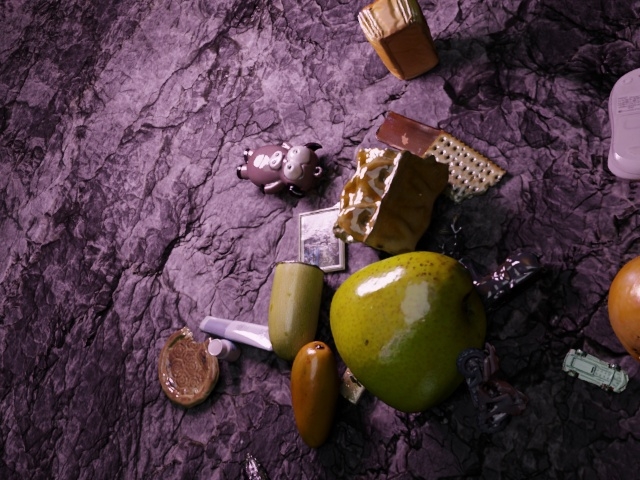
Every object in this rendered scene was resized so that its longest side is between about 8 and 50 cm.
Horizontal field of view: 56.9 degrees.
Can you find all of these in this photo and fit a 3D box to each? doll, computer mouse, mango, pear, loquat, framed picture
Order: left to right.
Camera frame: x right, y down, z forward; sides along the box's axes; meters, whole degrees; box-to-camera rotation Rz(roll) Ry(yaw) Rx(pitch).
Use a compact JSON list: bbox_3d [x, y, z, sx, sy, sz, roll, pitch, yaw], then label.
[{"bbox_3d":[-0.110,-0.209,1.673,0.258,0.117,0.181,9,70,31],"label":"doll"},{"bbox_3d":[-0.014,0.366,1.410,0.138,0.113,0.253,180,91,-66],"label":"mango"},{"bbox_3d":[0.000,0.000,1.594,0.142,0.011,0.183,-10,70,27],"label":"framed picture"},{"bbox_3d":[0.201,0.165,1.289,0.318,0.239,0.342,-45,56,28],"label":"pear"},{"bbox_3d":[0.719,-0.241,1.270,0.184,0.121,0.296,-9,52,35],"label":"computer mouse"},{"bbox_3d":[0.670,0.128,1.076,0.263,0.263,0.262,-9,68,24],"label":"loquat"}]

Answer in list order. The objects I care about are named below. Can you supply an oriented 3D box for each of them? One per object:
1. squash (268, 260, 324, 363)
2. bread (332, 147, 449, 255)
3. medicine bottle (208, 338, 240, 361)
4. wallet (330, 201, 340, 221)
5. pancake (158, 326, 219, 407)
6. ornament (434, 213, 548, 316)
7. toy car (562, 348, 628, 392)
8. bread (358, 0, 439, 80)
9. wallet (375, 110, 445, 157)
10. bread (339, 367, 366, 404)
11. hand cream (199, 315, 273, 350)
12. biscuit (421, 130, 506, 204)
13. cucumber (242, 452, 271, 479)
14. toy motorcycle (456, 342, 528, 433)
[{"bbox_3d":[-0.067,0.186,1.496,0.133,0.132,0.246,-2,70,26],"label":"squash"},{"bbox_3d":[0.164,-0.092,1.440,0.239,0.196,0.251,13,87,33],"label":"bread"},{"bbox_3d":[-0.256,0.292,1.575,0.052,0.089,0.052,-9,68,24],"label":"medicine bottle"},{"bbox_3d":[0.059,-0.065,1.596,0.044,0.011,0.083,-32,61,13],"label":"wallet"},{"bbox_3d":[-0.368,0.351,1.639,0.235,0.029,0.211,6,80,34],"label":"pancake"},{"bbox_3d":[0.375,0.030,1.362,0.202,0.080,0.236,-39,59,13],"label":"ornament"},{"bbox_3d":[0.562,0.267,1.208,0.122,0.035,0.059,22,82,23],"label":"toy car"},{"bbox_3d":[0.209,-0.528,1.538,0.153,0.288,0.119,-23,72,18],"label":"bread"},{"bbox_3d":[0.237,-0.280,1.577,0.176,0.026,0.095,27,85,27],"label":"wallet"},{"bbox_3d":[0.099,0.316,1.426,0.068,0.028,0.153,31,89,30],"label":"bread"},{"bbox_3d":[-0.212,0.250,1.593,0.256,0.048,0.079,6,42,29],"label":"hand cream"},{"bbox_3d":[0.341,-0.175,1.483,0.144,0.016,0.203,-49,64,4],"label":"biscuit"},{"bbox_3d":[-0.117,0.639,1.392,0.072,0.072,0.300,-42,58,7],"label":"cucumber"},{"bbox_3d":[0.361,0.304,1.230,0.118,0.212,0.084,-22,19,3],"label":"toy motorcycle"}]
